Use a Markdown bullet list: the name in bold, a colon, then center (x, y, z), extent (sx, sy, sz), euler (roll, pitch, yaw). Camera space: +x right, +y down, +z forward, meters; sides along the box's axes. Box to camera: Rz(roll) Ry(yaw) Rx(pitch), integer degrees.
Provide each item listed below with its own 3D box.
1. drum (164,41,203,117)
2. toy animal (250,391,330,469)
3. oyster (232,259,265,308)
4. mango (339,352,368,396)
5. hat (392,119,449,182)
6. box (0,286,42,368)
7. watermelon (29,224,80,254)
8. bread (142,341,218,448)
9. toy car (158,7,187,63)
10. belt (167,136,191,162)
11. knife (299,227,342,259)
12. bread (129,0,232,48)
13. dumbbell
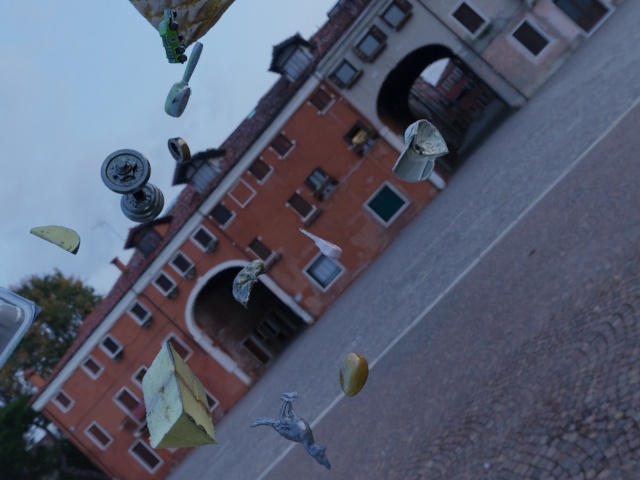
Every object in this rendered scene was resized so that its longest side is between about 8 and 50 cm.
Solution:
- **drum**: center (-0.446, -0.526, 1.885), extent (0.130, 0.049, 0.253), euler (146, 148, -80)
- **toy animal**: center (-0.109, 0.610, 1.911), extent (0.081, 0.367, 0.205), euler (-16, -68, -47)
- **oyster**: center (-0.269, 0.155, 2.111), extent (0.166, 0.094, 0.294), euler (-57, 7, 1)
- **mango**: center (0.086, 0.357, 1.508), extent (0.080, 0.114, 0.060), euler (-5, -8, 43)
- **hat**: center (0.377, -0.356, 2.278), extent (0.219, 0.164, 0.226), euler (23, -54, -40)
- **box**: center (-1.023, 0.285, 1.660), extent (0.336, 0.264, 0.106), euler (-63, -28, -20)
- **watermelon**: center (-0.889, -0.012, 1.952), extent (0.075, 0.181, 0.092), euler (-64, -16, -8)
- **bread**: center (-0.436, 0.543, 1.957), extent (0.242, 0.345, 0.405), euler (-49, -41, 14)
- **toy car**: center (-0.440, -0.601, 1.675), extent (0.062, 0.071, 0.165), euler (-12, -30, -7)
- **belt**: center (-0.408, -0.265, 1.644), extent (0.036, 0.083, 0.059), euler (-20, -24, -45)
- **knife**: center (0.003, 0.001, 2.046), extent (0.043, 0.081, 0.336), euler (-68, 22, 9)
- **bread**: center (-0.449, -0.823, 1.855), extent (0.279, 0.279, 0.207), euler (-34, 19, 38)
- **dumbbell**: center (-0.704, -0.200, 2.146), extent (0.179, 0.179, 0.406), euler (-46, -10, -17)
